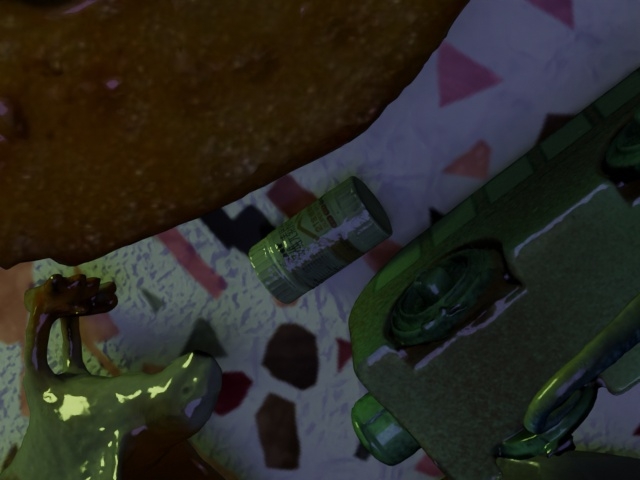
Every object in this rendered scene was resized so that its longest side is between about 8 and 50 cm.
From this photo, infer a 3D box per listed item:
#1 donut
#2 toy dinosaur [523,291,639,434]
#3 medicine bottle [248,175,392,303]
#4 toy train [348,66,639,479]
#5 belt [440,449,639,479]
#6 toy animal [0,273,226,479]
[{"bbox_3d":[-0.102,-0.193,0.642,0.378,0.163,0.435,8,126,-25],"label":"donut"},{"bbox_3d":[0.241,-0.032,0.608,0.363,0.076,0.147,-27,118,-14],"label":"toy dinosaur"},{"bbox_3d":[0.000,0.000,0.807,0.083,0.047,0.047,-34,103,16],"label":"medicine bottle"},{"bbox_3d":[0.152,0.011,0.739,0.326,0.159,0.129,-39,104,13],"label":"toy train"},{"bbox_3d":[0.183,0.234,0.840,0.261,0.105,0.184,17,108,1],"label":"belt"},{"bbox_3d":[-0.178,0.165,0.870,0.284,0.225,0.302,1,97,27],"label":"toy animal"}]
